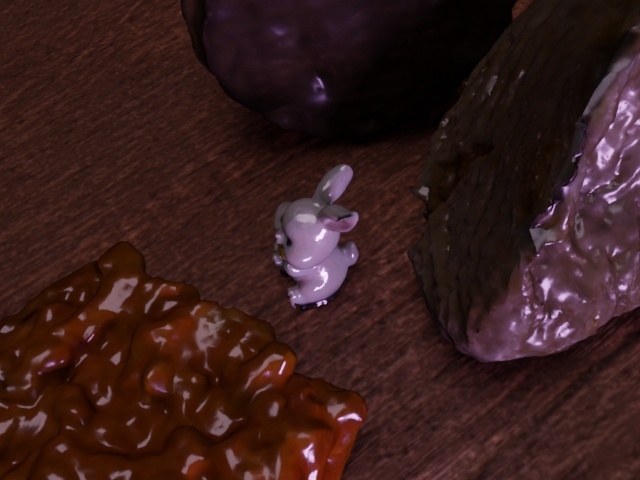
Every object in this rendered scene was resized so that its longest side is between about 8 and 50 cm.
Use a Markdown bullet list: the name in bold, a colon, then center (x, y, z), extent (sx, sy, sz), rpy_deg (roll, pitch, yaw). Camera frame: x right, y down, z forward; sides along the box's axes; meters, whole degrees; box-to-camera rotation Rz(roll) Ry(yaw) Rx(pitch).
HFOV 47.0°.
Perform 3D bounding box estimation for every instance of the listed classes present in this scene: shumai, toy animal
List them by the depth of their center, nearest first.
- **shumai**: center (0.255, -0.042, 0.631), extent (0.283, 0.217, 0.346), rpy_deg (19, 84, -22)
- **toy animal**: center (-0.007, 0.001, 0.653), extent (0.085, 0.124, 0.071), rpy_deg (-7, 49, 2)

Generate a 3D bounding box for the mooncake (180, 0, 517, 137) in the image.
- **mooncake**: center (0.024, -0.246, 0.712), extent (0.324, 0.324, 0.187), rpy_deg (-4, 59, 7)

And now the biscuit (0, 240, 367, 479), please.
- **biscuit**: center (-0.163, 0.175, 0.562), extent (0.312, 0.110, 0.318), rpy_deg (25, 62, 23)
